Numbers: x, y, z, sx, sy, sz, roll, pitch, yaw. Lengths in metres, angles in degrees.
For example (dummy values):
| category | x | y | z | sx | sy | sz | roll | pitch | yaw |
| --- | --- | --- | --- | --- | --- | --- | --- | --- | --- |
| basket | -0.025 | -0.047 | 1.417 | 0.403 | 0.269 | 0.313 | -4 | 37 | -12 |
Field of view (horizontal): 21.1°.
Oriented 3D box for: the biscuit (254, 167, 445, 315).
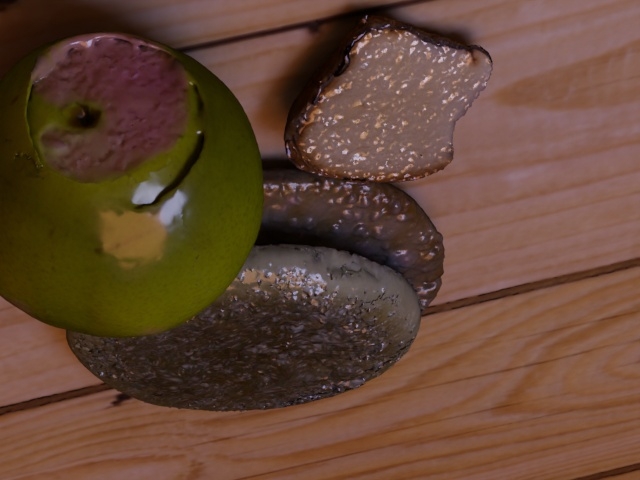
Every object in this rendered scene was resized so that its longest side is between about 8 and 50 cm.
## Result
| category | x | y | z | sx | sy | sz | roll | pitch | yaw |
| --- | --- | --- | --- | --- | --- | --- | --- | --- | --- |
| biscuit | -0.001 | -0.001 | 1.238 | 0.141 | 0.038 | 0.290 | -38 | 141 | 28 |

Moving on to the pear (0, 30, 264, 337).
| category | x | y | z | sx | sy | sz | roll | pitch | yaw |
| --- | --- | --- | --- | --- | --- | --- | --- | --- | --- |
| pear | -0.127 | -0.022 | 1.048 | 0.187 | 0.187 | 0.219 | -7 | 154 | -14 |

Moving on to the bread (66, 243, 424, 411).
| category | x | y | z | sx | sy | sz | roll | pitch | yaw |
| --- | --- | --- | --- | --- | --- | --- | --- | --- | --- |
| bread | -0.054 | 0.072 | 1.262 | 0.267 | 0.040 | 0.267 | -4 | 154 | -2 |

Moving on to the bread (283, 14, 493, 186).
| category | x | y | z | sx | sy | sz | roll | pitch | yaw |
| --- | --- | --- | --- | --- | --- | --- | --- | --- | --- |
| bread | 0.044 | -0.095 | 1.133 | 0.129 | 0.044 | 0.126 | 11 | 129 | -30 |
